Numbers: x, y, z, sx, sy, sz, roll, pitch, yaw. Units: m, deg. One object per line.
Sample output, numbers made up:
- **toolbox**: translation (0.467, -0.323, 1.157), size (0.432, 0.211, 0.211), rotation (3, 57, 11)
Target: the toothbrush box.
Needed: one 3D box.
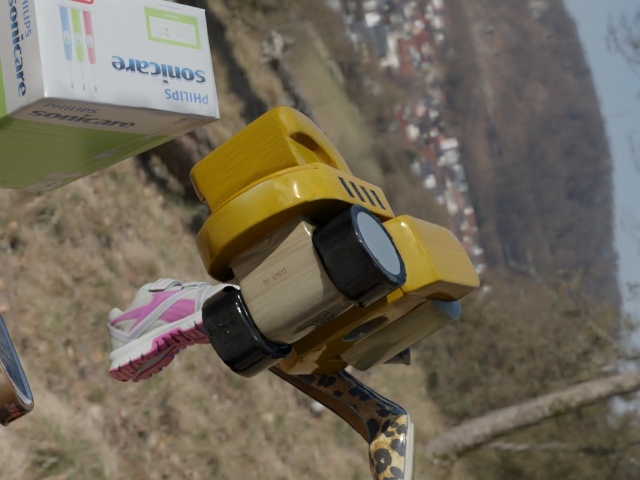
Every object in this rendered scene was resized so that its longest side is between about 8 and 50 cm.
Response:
- **toothbrush box**: translation (-0.272, -0.142, 1.201), size (0.206, 0.283, 0.122), rotation (2, 77, -47)

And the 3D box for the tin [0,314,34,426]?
- **tin**: translation (-0.341, 0.101, 1.244), size (0.190, 0.040, 0.106), rotation (59, -11, 31)

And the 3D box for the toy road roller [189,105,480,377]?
- **toy road roller**: translation (0.000, 0.000, 1.314), size (0.329, 0.202, 0.241), rotation (17, 44, -60)

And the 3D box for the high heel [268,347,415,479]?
- **high heel**: translation (0.015, 0.216, 1.419), size (0.093, 0.186, 0.261), rotation (84, 5, -50)

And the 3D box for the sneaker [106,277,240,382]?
- **sneaker**: translation (-0.195, 0.094, 1.700), size (0.111, 0.252, 0.103), rotation (64, 1, 24)
